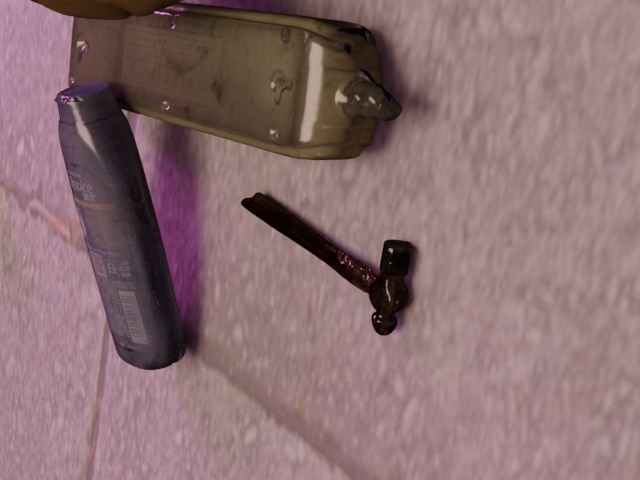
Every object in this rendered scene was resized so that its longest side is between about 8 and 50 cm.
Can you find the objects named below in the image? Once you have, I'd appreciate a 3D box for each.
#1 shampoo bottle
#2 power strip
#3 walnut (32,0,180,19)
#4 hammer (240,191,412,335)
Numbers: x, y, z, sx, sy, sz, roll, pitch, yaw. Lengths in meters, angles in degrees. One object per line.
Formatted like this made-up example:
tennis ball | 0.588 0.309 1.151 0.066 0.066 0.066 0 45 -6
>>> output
shampoo bottle | -0.162 -0.010 0.869 0.087 0.049 0.233 15 123 48
power strip | -0.075 -0.125 0.788 0.388 0.066 0.092 21 110 48
walnut | -0.122 -0.283 0.693 0.283 0.227 0.282 5 109 15
hammer | 0.000 0.000 0.753 0.178 0.021 0.065 35 121 44
